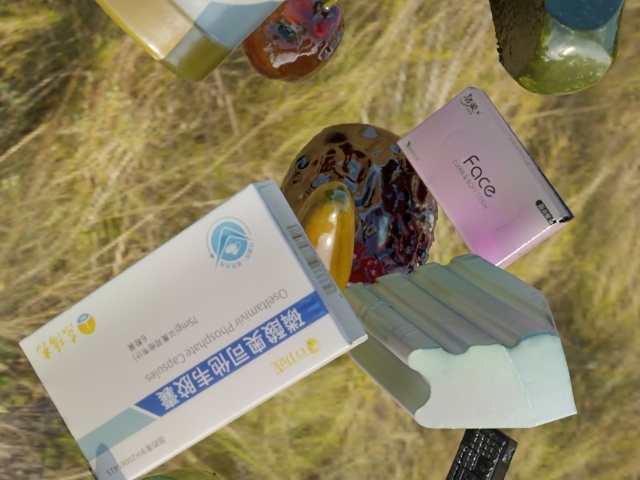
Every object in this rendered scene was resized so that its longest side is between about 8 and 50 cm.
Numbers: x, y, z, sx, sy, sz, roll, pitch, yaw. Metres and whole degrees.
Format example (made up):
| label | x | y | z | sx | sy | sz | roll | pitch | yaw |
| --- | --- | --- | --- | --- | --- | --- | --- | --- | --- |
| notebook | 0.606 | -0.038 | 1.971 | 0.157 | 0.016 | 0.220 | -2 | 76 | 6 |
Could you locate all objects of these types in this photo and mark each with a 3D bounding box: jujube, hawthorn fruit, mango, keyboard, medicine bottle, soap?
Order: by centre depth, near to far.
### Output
| label | x | y | z | sx | sy | sz | roll | pitch | yaw |
| --- | --- | --- | --- | --- | --- | --- | --- | --- | --- |
| medicine bottle | -0.141 | -0.338 | 1.520 | 0.232 | 0.238 | 0.238 | -43 | 121 | 9 |
| mango | 0.000 | 0.000 | 1.610 | 0.102 | 0.084 | 0.184 | -71 | 172 | -49 |
| keyboard | 0.177 | 0.311 | 1.636 | 0.015 | 0.074 | 0.196 | 0 | 116 | -45 |
| soap | 0.172 | 0.123 | 1.638 | 0.208 | 0.347 | 0.115 | -16 | 106 | -13 |
| hawthorn fruit | -0.007 | -0.361 | 2.095 | 0.165 | 0.285 | 0.165 | 25 | 46 | -29 |
| jujube | 0.053 | -0.030 | 2.111 | 0.258 | 0.258 | 0.377 | 56 | 27 | -22 |

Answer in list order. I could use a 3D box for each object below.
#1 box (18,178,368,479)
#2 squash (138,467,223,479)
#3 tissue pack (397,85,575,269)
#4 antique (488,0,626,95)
| label | x | y | z | sx | sy | sz | roll | pitch | yaw |
| --- | --- | --- | --- | --- | --- | --- | --- | --- | --- |
| box | -0.142 | 0.107 | 1.448 | 0.200 | 0.343 | 0.065 | 59 | 20 | 4 |
| squash | -0.197 | 0.377 | 1.791 | 0.123 | 0.170 | 0.170 | 50 | 51 | -62 |
| tissue pack | 0.245 | -0.089 | 2.021 | 0.246 | 0.148 | 0.092 | 56 | 21 | 11 |
| antique | 0.172 | -0.214 | 1.016 | 0.080 | 0.081 | 0.221 | 3 | 63 | -18 |
